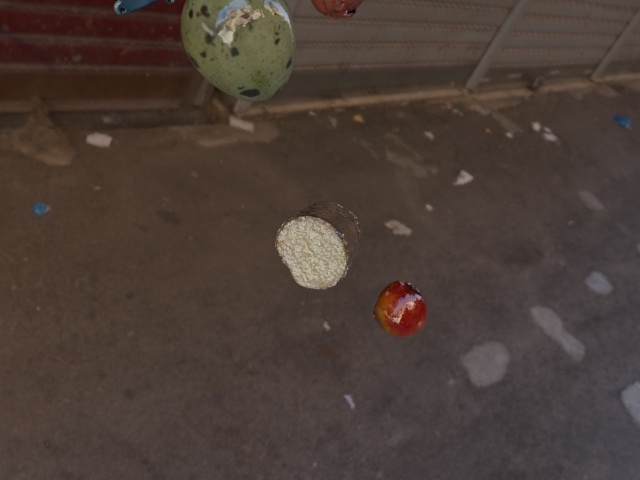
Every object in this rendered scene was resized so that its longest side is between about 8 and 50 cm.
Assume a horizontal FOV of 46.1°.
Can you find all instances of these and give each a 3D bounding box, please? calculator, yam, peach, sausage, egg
[{"bbox_3d":[-0.256,-0.396,1.138,0.141,0.094,0.019,-25,42,-7],"label":"calculator"},{"bbox_3d":[0.002,0.000,1.320,0.128,0.129,0.238,4,12,6],"label":"yam"},{"bbox_3d":[0.140,0.116,1.238,0.098,0.098,0.061,18,7,-17],"label":"peach"},{"bbox_3d":[0.050,-0.688,1.876,0.152,0.152,0.280,11,79,-26],"label":"sausage"},{"bbox_3d":[-0.123,-0.317,1.196,0.177,0.177,0.228,62,3,40],"label":"egg"}]
